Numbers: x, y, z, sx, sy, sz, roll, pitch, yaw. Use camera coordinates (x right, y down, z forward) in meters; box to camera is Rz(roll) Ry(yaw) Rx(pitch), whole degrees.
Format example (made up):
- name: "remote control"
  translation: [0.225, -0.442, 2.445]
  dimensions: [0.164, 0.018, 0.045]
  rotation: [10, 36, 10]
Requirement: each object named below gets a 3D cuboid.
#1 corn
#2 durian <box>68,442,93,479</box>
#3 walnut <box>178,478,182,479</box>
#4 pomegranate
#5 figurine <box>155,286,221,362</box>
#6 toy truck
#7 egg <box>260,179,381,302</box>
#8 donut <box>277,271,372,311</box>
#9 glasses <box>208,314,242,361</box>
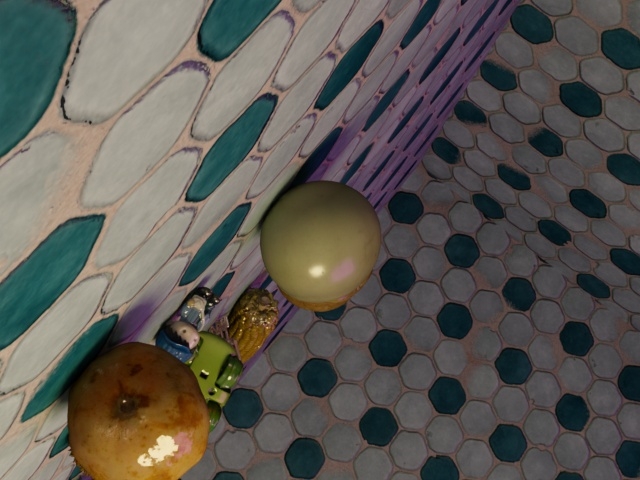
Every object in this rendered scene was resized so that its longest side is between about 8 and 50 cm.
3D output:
- name: "corn"
  translation: [-0.178, 0.217, 2.111]
  dimensions: [0.115, 0.115, 0.318]
  rotation: [-48, 174, -36]
- name: "durian"
  translation: [-0.332, 0.321, 1.436]
  dimensions: [0.168, 0.137, 0.158]
  rotation: [-40, 161, 29]
- name: "walnut"
  translation: [-0.439, 0.689, 2.111]
  dimensions: [0.333, 0.333, 0.333]
  rotation: [-51, 174, -7]
- name: "pomegranate"
  translation: [-0.245, 0.241, 1.206]
  dimensions: [0.207, 0.207, 0.207]
  rotation: [-51, 174, -7]
- name: "figurine"
  translation: [-0.229, 0.142, 1.492]
  dimensions: [0.079, 0.077, 0.136]
  rotation: [-9, -134, 44]
- name: "toy truck"
  translation: [-0.255, 0.273, 1.682]
  dimensions: [0.210, 0.148, 0.187]
  rotation: [-29, -146, 58]
- name: "egg"
  translation: [0.000, 0.000, 1.616]
  dimensions: [0.219, 0.219, 0.269]
  rotation: [-55, 170, 25]
- name: "donut"
  translation: [0.011, 0.062, 2.151]
  dimensions: [0.261, 0.208, 0.128]
  rotation: [-41, 169, -40]
- name: "glasses"
  translation: [-0.266, 0.283, 1.906]
  dimensions: [0.255, 0.095, 0.162]
  rotation: [-55, -145, 12]
